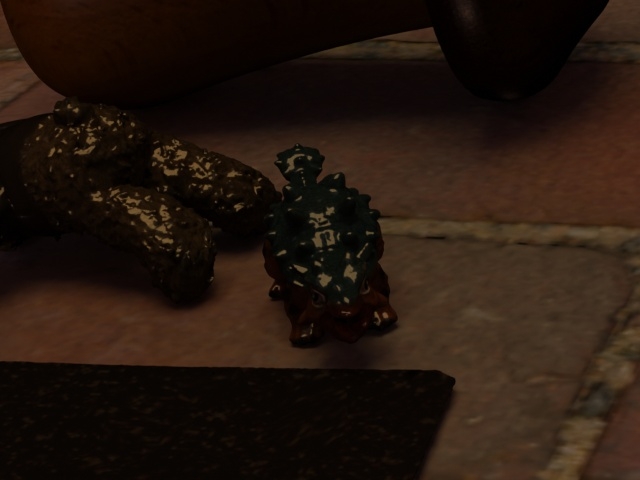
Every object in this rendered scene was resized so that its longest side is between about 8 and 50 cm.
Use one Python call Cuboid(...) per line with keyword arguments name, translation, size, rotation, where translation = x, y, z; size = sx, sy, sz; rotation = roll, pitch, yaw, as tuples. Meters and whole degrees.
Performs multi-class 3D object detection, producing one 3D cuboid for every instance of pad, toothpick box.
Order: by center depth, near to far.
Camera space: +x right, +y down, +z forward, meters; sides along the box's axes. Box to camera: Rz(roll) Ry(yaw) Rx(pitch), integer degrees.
Cuboid(name="pad", translation=(-0.134, 0.097, 0.639), size=(0.330, 0.004, 0.220), rotation=(0, 27, 19))
Cuboid(name="toothpick box", translation=(0.000, -0.153, 0.927), size=(0.294, 0.192, 0.192), rotation=(-5, 24, 21))

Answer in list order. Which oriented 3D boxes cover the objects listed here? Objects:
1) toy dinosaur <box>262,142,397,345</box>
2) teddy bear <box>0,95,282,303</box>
Cuboid(name="toy dinosaur", translation=(0.000, 0.000, 0.744), size=(0.049, 0.055, 0.154), rotation=(-14, 28, -2))
Cuboid(name="teddy bear", translation=(-0.107, -0.027, 0.809), size=(0.160, 0.078, 0.119), rotation=(5, 32, 26))
